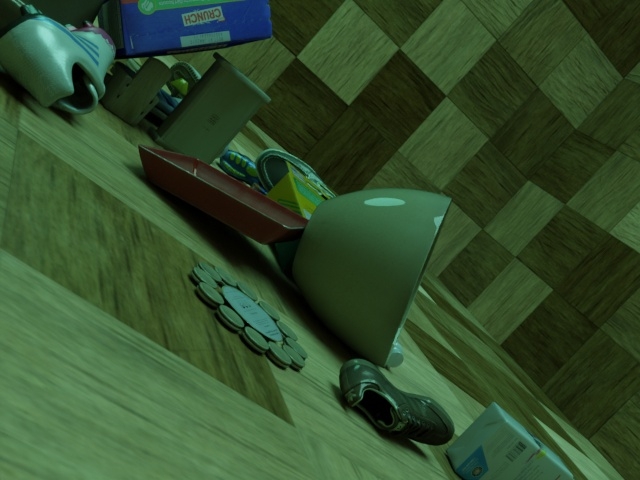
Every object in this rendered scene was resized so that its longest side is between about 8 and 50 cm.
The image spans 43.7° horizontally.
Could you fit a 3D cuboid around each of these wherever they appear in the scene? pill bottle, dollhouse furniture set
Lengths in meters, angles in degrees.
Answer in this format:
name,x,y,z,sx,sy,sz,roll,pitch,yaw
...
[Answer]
name,x,y,z,sx,sy,sz,roll,pitch,yaw
pill bottle,0.114,0.183,1.369,0.043,0.043,0.083,39,8,-26
dollhouse furniture set,-0.297,-0.325,1.570,0.286,0.198,0.303,35,9,-44

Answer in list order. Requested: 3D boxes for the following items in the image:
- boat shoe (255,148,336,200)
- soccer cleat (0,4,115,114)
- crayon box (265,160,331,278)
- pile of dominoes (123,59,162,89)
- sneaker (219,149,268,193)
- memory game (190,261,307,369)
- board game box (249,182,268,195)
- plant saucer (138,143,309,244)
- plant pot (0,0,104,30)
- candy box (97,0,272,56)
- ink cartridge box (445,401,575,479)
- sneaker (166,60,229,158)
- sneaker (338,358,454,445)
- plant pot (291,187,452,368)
name,x,y,z,sx,sy,sz,roll,pitch,yaw
boat shoe,-0.020,-0.083,1.752,0.305,0.109,0.091,45,2,-13
soccer cleat,-0.365,-0.243,1.164,0.143,0.116,0.331,57,8,-5
crayon box,0.000,0.000,1.528,0.203,0.083,0.323,38,18,-29
pile of dominoes,-0.384,-0.334,1.897,0.196,0.040,0.251,48,1,40
sneaker,-0.150,-0.150,1.835,0.188,0.067,0.078,36,15,-21
memory game,-0.086,0.092,0.975,0.186,0.012,0.186,42,7,-6
board game box,-0.074,-0.031,1.703,0.145,0.027,0.281,41,7,-24
plant saucer,-0.142,-0.063,1.260,0.258,0.047,0.259,29,5,8
plant pot,-0.458,-0.454,1.357,0.263,0.229,0.263,42,7,-6
candy box,-0.268,-0.415,1.511,0.317,0.268,0.122,-154,-125,-65
ink cartridge box,0.284,0.333,1.149,0.181,0.104,0.061,41,8,-14
sneaker,-0.251,-0.281,1.847,0.282,0.099,0.153,61,12,29
sneaker,0.097,0.227,1.021,0.188,0.066,0.071,34,26,-19
plant pot,0.067,0.032,1.255,0.191,0.284,0.284,22,5,9
